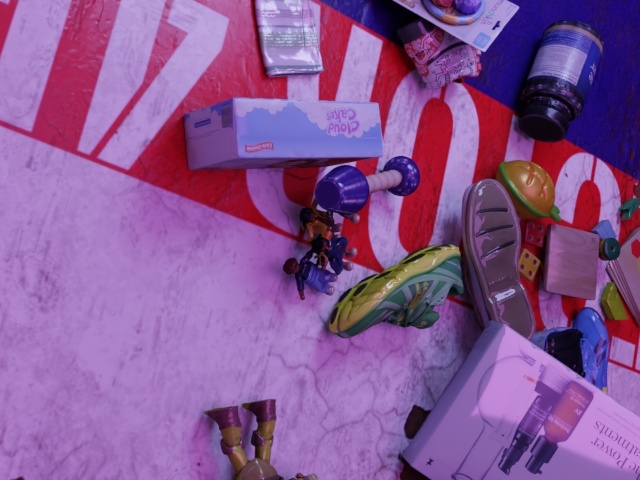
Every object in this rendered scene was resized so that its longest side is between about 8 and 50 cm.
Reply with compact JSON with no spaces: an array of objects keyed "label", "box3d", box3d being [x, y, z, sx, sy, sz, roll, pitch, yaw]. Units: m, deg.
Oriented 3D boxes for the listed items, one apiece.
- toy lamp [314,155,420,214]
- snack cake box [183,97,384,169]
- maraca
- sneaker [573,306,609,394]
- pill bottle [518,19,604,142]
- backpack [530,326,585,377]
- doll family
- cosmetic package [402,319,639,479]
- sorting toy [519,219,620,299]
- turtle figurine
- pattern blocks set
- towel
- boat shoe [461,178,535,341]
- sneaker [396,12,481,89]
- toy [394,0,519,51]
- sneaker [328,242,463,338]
[{"label":"toy lamp","box3d":[0.075,-0.090,1.546,0.274,0.080,0.080,-22,100,-61]},{"label":"snack cake box","box3d":[-0.054,-0.159,1.474,0.264,0.152,0.089,-4,88,-36]},{"label":"maraca","box3d":[0.394,-0.091,1.825,0.185,0.099,0.127,17,43,-48]},{"label":"sneaker","box3d":[0.513,0.234,1.903,0.082,0.069,0.209,5,84,-32]},{"label":"pill bottle","box3d":[0.458,-0.304,1.874,0.123,0.123,0.219,34,68,-29]},{"label":"backpack","box3d":[0.433,0.217,1.835,0.114,0.084,0.105,0,86,-41]},{"label":"doll family","box3d":[0.000,0.000,1.541,0.111,0.076,0.193,29,58,-51]},{"label":"cosmetic package","box3d":[0.373,0.357,1.646,0.377,0.097,0.284,34,88,-4]},{"label":"sorting toy","box3d":[0.472,0.043,1.898,0.274,0.046,0.132,11,80,-31]},{"label":"turtle figurine","box3d":[-0.112,0.351,1.427,0.269,0.087,0.217,-7,83,-24]},{"label":"pattern blocks set","box3d":[0.682,0.076,2.062,0.285,0.026,0.325,-27,102,-34]},{"label":"towel","box3d":[-0.051,-0.342,1.571,0.113,0.023,0.152,-10,92,-37]},{"label":"boat shoe","box3d":[0.297,0.043,1.741,0.113,0.103,0.302,-11,94,-23]},{"label":"sneaker","box3d":[0.262,-0.377,1.761,0.270,0.090,0.145,-37,108,-28]},{"label":"toy","box3d":[0.214,-0.434,1.668,0.237,0.056,0.137,31,61,13]},{"label":"sneaker","box3d":[0.143,0.099,1.622,0.295,0.109,0.123,-26,97,-35]}]
